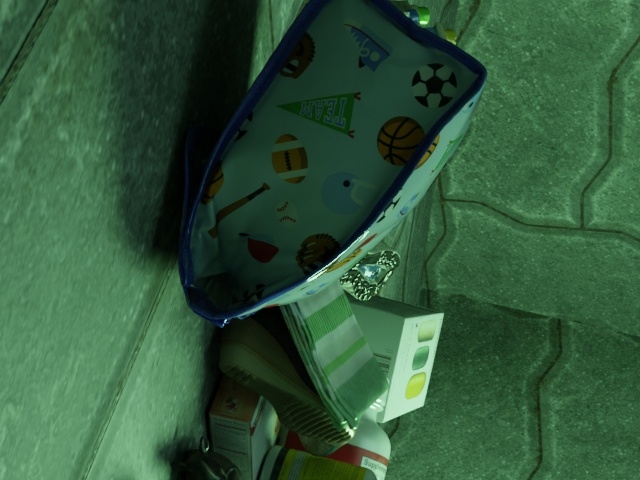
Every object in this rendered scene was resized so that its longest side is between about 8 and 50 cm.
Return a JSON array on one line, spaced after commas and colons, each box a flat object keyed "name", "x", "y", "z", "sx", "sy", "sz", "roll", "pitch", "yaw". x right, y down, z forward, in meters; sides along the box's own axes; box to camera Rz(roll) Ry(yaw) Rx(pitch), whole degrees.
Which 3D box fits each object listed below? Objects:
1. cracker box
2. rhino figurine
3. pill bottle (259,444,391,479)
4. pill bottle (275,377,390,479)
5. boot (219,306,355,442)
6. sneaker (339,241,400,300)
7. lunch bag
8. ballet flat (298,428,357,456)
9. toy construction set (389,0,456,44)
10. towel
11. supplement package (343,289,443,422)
[{"name": "cracker box", "x": -0.105, "y": 0.257, "z": 1.799, "sx": 0.232, "sy": 0.067, "sz": 0.155, "roll": 93, "pitch": 12, "yaw": -49}, {"name": "rhino figurine", "x": -0.137, "y": 0.320, "z": 1.623, "sx": 0.073, "sy": 0.106, "sz": 0.243, "roll": -37, "pitch": 158, "yaw": -9}, {"name": "pill bottle", "x": 0.015, "y": 0.382, "z": 1.826, "sx": 0.119, "sy": 0.208, "sz": 0.119, "roll": 13, "pitch": 90, "yaw": -82}, {"name": "pill bottle", "x": -0.018, "y": 0.401, "z": 2.004, "sx": 0.229, "sy": 0.229, "sz": 0.407, "roll": 70, "pitch": 33, "yaw": -73}, {"name": "boot", "x": -0.026, "y": 0.143, "z": 1.712, "sx": 0.090, "sy": 0.248, "sz": 0.207, "roll": -25, "pitch": -144, "yaw": 40}, {"name": "sneaker", "x": 0.000, "y": 0.000, "z": 1.969, "sx": 0.130, "sy": 0.147, "sz": 0.330, "roll": -52, "pitch": 153, "yaw": 2}, {"name": "lunch bag", "x": -0.006, "y": -0.081, "z": 1.415, "sx": 0.385, "sy": 0.239, "sz": 0.328, "roll": -55, "pitch": 174, "yaw": 6}, {"name": "ballet flat", "x": -0.029, "y": 0.192, "z": 1.884, "sx": 0.316, "sy": 0.108, "sz": 0.106, "roll": -105, "pitch": -149, "yaw": -41}, {"name": "toy construction set", "x": 0.096, "y": -0.247, "z": 1.987, "sx": 0.327, "sy": 0.151, "sz": 0.215, "roll": -62, "pitch": -146, "yaw": 30}, {"name": "towel", "x": 0.000, "y": 0.085, "z": 1.705, "sx": 0.324, "sy": 0.038, "sz": 0.248, "roll": 65, "pitch": 18, "yaw": -1}, {"name": "supplement package", "x": 0.090, "y": 0.212, "z": 2.356, "sx": 0.263, "sy": 0.198, "sz": 0.199, "roll": 2, "pitch": 101, "yaw": -69}]
